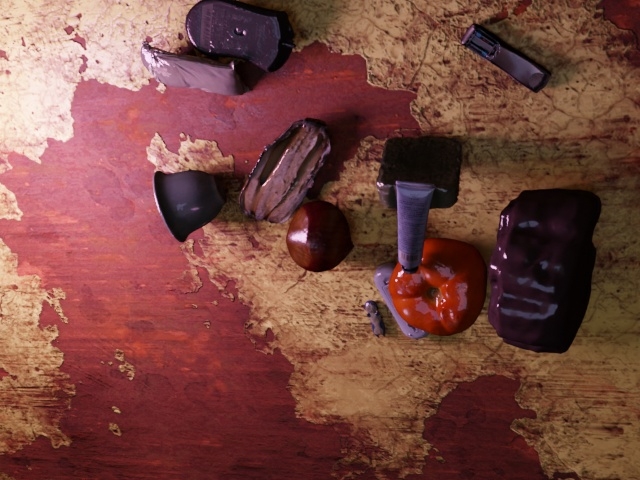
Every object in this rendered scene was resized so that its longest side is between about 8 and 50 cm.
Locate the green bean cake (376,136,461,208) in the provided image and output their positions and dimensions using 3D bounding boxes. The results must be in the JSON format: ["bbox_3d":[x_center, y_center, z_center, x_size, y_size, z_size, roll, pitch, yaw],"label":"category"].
[{"bbox_3d":[0.234,-0.155,1.771,0.185,0.183,0.094,0,136,16],"label":"green bean cake"}]

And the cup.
[{"bbox_3d":[-0.328,-0.111,1.996,0.150,0.199,0.199,-19,113,6],"label":"cup"}]

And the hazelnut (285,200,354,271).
[{"bbox_3d":[-0.007,-0.004,1.969,0.170,0.160,0.201,43,161,5],"label":"hazelnut"}]

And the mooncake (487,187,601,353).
[{"bbox_3d":[0.505,0.071,1.746,0.212,0.350,0.381,9,112,23],"label":"mooncake"}]

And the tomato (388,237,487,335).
[{"bbox_3d":[0.298,0.107,1.905,0.260,0.180,0.259,7,111,20],"label":"tomato"}]

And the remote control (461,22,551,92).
[{"bbox_3d":[0.406,-0.398,1.671,0.212,0.028,0.059,32,122,-2],"label":"remote control"}]

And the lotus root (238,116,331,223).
[{"bbox_3d":[-0.090,-0.189,1.925,0.167,0.078,0.329,22,125,-24],"label":"lotus root"}]

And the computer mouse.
[{"bbox_3d":[-0.175,-0.485,1.763,0.264,0.088,0.147,19,125,8],"label":"computer mouse"}]

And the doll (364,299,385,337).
[{"bbox_3d":[0.152,0.218,2.109,0.037,0.027,0.125,-13,115,15],"label":"doll"}]

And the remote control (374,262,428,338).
[{"bbox_3d":[0.222,0.166,2.046,0.087,0.047,0.244,-22,112,24],"label":"remote control"}]

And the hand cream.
[{"bbox_3d":[0.211,-0.028,1.736,0.088,0.055,0.256,9,132,14],"label":"hand cream"}]

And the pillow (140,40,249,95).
[{"bbox_3d":[-0.305,-0.400,1.824,0.255,0.059,0.169,13,163,6],"label":"pillow"}]
